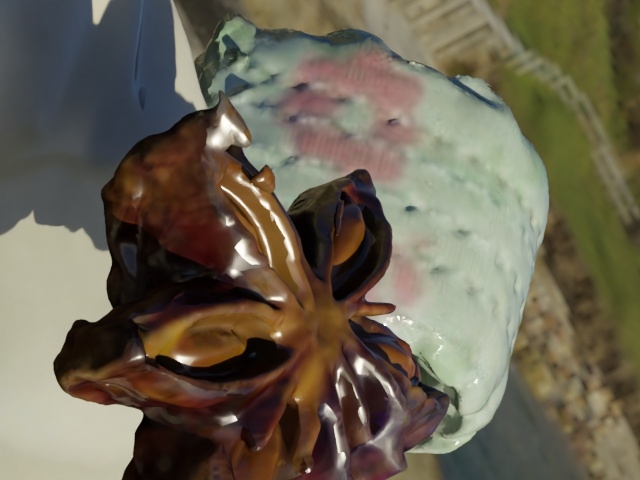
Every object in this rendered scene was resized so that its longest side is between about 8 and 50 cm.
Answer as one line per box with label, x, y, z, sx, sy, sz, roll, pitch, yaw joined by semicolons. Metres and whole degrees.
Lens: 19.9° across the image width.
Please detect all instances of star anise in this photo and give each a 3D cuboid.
star anise;-0.009;0.016;0.446;0.190;0.070;0.097;-18;90;-63

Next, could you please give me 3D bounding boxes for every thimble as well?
thimble;0.000;0.000;0.875;0.211;0.185;0.149;40;55;-36

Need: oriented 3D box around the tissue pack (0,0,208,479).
tissue pack;-0.195;-0.002;0.510;0.195;0.390;0.376;43;-24;49
